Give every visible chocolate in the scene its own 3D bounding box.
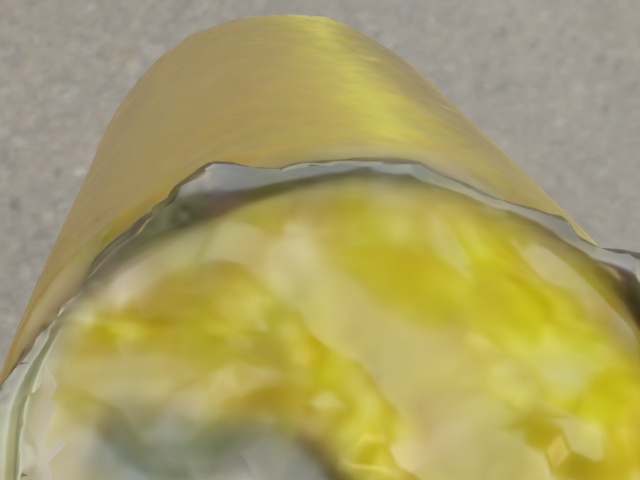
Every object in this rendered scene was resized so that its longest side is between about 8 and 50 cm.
[{"bbox_3d":[0.000,0.000,0.552,0.162,0.445,0.162,-1,106,-3],"label":"chocolate"}]
